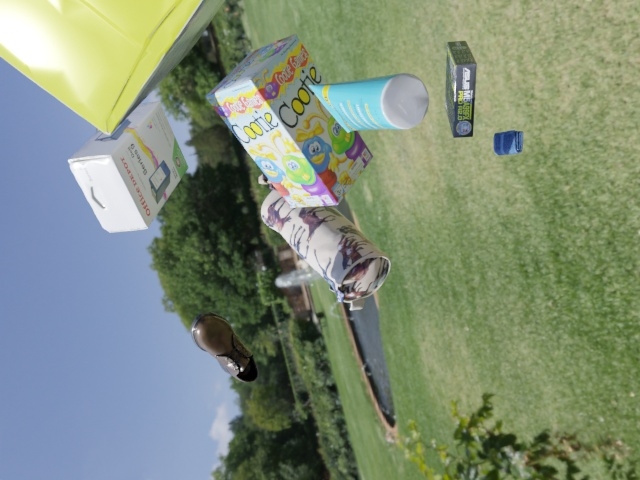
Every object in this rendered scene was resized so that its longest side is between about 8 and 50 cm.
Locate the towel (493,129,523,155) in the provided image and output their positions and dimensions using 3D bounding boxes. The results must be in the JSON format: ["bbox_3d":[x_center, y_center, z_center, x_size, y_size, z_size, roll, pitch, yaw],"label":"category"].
[{"bbox_3d":[0.527,-0.276,1.566,0.119,0.029,0.067,-157,64,-75],"label":"towel"}]

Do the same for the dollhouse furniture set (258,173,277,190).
[{"bbox_3d":[-0.107,-0.201,1.474,0.091,0.081,0.114,19,-113,-55],"label":"dollhouse furniture set"}]

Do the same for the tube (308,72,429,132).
[{"bbox_3d":[0.047,-0.153,0.623,0.080,0.052,0.207,51,172,-21],"label":"tube"}]

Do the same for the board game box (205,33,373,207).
[{"bbox_3d":[-0.050,-0.209,1.028,0.142,0.144,0.275,0,137,48],"label":"board game box"}]

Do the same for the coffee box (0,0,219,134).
[{"bbox_3d":[-0.272,-0.417,0.709,0.338,0.338,0.334,38,-145,-19],"label":"coffee box"}]

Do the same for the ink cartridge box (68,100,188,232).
[{"bbox_3d":[-0.343,-0.138,1.020,0.212,0.093,0.154,-72,-27,-50],"label":"ink cartridge box"}]

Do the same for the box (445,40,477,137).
[{"bbox_3d":[0.417,-0.457,1.660,0.270,0.060,0.216,-79,-14,-57],"label":"box"}]

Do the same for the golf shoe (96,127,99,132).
[{"bbox_3d":[-0.462,-0.292,1.257,0.094,0.077,0.198,23,111,47],"label":"golf shoe"}]

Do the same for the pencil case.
[{"bbox_3d":[0.000,0.000,1.490,0.410,0.160,0.183,44,120,38],"label":"pencil case"}]

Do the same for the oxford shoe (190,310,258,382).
[{"bbox_3d":[-0.192,0.228,1.175,0.096,0.082,0.227,22,155,40],"label":"oxford shoe"}]
